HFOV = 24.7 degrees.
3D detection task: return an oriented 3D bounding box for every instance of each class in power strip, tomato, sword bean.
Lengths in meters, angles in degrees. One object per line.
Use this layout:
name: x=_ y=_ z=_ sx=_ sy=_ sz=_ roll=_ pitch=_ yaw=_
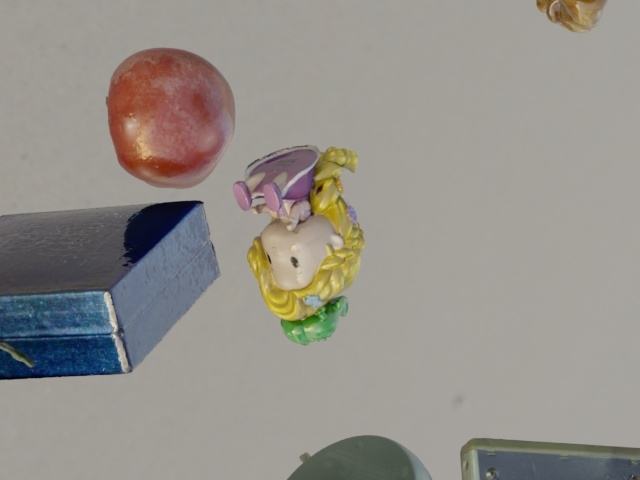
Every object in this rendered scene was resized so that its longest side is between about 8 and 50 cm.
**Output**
power strip: x=0.038 y=0.301 z=1.679 sx=0.167 sy=0.253 sz=0.054 roll=-52 pitch=124 yaw=-18
tomato: x=-0.178 y=-0.146 z=1.796 sx=0.151 sy=0.187 sz=0.187 roll=-12 pitch=146 yaw=2
sword bean: x=-0.317 y=0.111 z=1.489 sx=0.012 sy=0.012 sz=0.083 roll=-56 pitch=145 yaw=-8

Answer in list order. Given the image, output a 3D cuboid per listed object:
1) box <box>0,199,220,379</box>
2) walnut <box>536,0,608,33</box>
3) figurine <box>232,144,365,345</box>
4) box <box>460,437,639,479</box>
box: x=-0.294 y=0.053 z=1.660 sx=0.261 sy=0.279 sz=0.116 roll=-50 pitch=134 yaw=-62
walnut: x=0.279 y=-0.338 z=1.479 sx=0.269 sy=0.222 sz=0.243 roll=120 pitch=-11 yaw=-79
figurine: x=0.000 y=0.000 z=1.161 sx=0.115 sy=0.095 sz=0.156 roll=-31 pitch=115 yaw=-33
box: x=0.316 y=0.364 z=1.895 sx=0.045 sy=0.270 sz=0.210 roll=130 pitch=-37 yaw=-59
